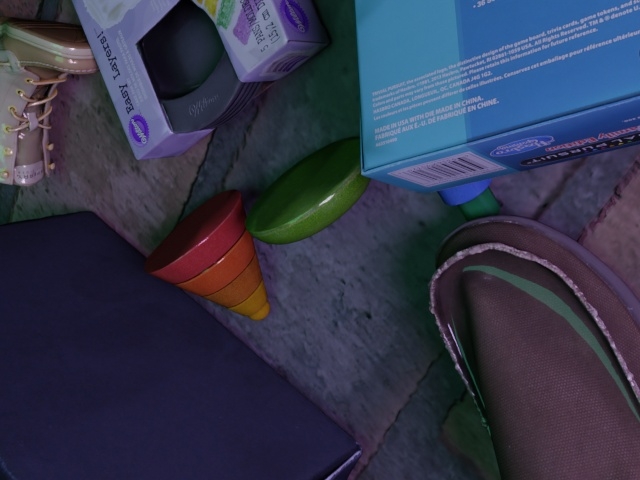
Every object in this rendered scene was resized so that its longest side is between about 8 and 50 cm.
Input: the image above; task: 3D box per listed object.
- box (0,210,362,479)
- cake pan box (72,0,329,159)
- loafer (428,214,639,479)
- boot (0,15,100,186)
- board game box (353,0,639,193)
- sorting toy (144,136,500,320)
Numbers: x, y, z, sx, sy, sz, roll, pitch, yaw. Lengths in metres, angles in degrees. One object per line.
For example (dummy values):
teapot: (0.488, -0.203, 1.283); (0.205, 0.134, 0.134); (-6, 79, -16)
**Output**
box: (-0.284, 0.297, 0.752); (0.480, 0.297, 0.471); (36, 122, 27)
cake pan box: (-0.137, -0.238, 0.660); (0.246, 0.070, 0.266); (-25, 86, 41)
loafer: (0.185, 0.146, 0.459); (0.134, 0.130, 0.366); (-38, 77, 37)
boot: (-0.350, -0.163, 0.822); (0.262, 0.095, 0.203); (18, 111, 35)
board game box: (0.137, -0.218, 0.387); (0.254, 0.079, 0.336); (-11, 76, 39)
sorting toy: (0.000, 0.000, 0.609); (0.366, 0.127, 0.126); (-19, 118, 36)
